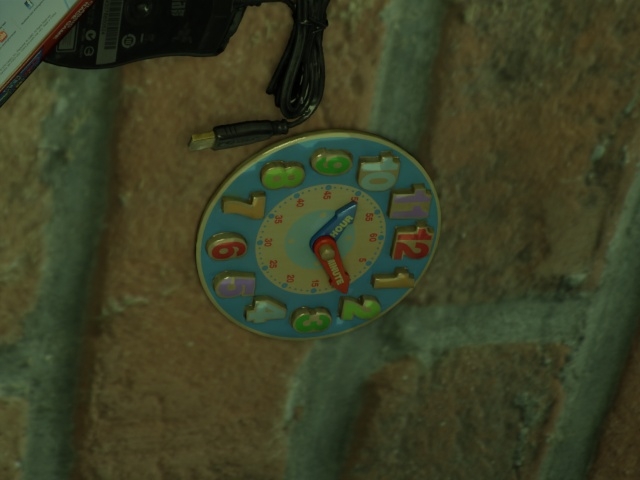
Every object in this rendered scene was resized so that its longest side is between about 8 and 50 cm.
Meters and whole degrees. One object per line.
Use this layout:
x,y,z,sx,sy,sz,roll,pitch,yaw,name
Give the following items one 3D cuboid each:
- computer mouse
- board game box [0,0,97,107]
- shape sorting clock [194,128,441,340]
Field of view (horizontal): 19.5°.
-0.107,-0.148,1.359,0.262,0.060,0.184,-12,125,-28,computer mouse
-0.205,-0.203,1.236,0.281,0.145,0.027,-45,172,14,board game box
0.000,0.000,1.519,0.206,0.040,0.206,-11,127,-14,shape sorting clock
